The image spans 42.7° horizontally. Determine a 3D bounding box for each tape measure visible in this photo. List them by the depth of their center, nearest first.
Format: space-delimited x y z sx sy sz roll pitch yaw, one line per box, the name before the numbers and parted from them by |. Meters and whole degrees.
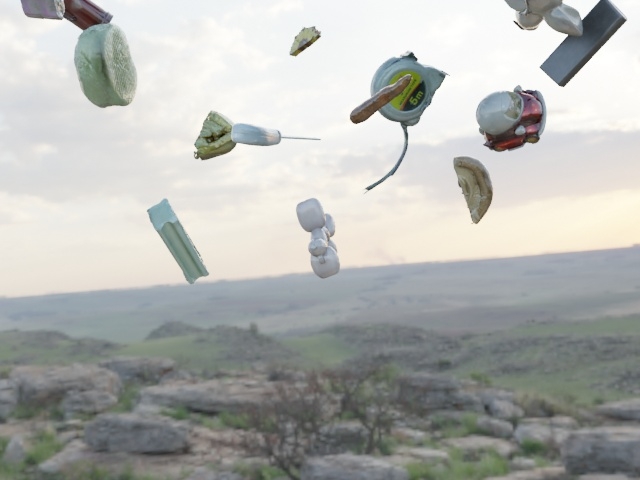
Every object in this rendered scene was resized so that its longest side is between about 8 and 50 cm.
tape measure | 0.149 -0.271 1.870 0.164 0.330 0.084 30 10 -12

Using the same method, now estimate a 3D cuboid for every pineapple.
pineapple | -0.028 -0.380 1.540 0.019 0.045 0.083 19 -36 -38

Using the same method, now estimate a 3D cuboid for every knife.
knife | -0.097 -0.225 1.767 0.080 0.044 0.331 9 8 23

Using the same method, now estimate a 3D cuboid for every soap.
soap | -0.353 0.003 2.024 0.063 0.198 0.114 -29 37 -6

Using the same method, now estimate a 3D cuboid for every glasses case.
glasses case | 0.545 -0.409 1.698 0.042 0.072 0.190 -6 -37 -53

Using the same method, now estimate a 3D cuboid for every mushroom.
mushroom | 0.449 -0.155 2.364 0.094 0.209 0.072 -15 11 34

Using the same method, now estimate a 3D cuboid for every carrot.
carrot | 0.121 -0.283 1.635 0.165 0.035 0.036 -33 -17 31

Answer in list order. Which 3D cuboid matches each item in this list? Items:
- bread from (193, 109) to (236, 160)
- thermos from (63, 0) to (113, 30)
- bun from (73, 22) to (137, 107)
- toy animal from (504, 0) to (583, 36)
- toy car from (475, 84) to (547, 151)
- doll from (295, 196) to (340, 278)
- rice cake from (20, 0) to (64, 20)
bread | -0.297 -0.295 2.416 0.110 0.156 0.103 22 8 10
thermos | -0.723 -0.680 2.361 0.232 0.124 0.099 33 -45 -27
bun | -0.550 -0.437 2.077 0.108 0.221 0.221 -4 -2 13
toy animal | 0.395 -0.532 1.599 0.154 0.325 0.208 -40 35 -16
toy car | 0.344 -0.233 1.549 0.112 0.112 0.139 18 -29 -32
doll | 0.000 0.000 1.647 0.059 0.160 0.161 -20 -21 10
rice cake | -0.695 -0.684 1.981 0.106 0.298 0.050 8 35 13
